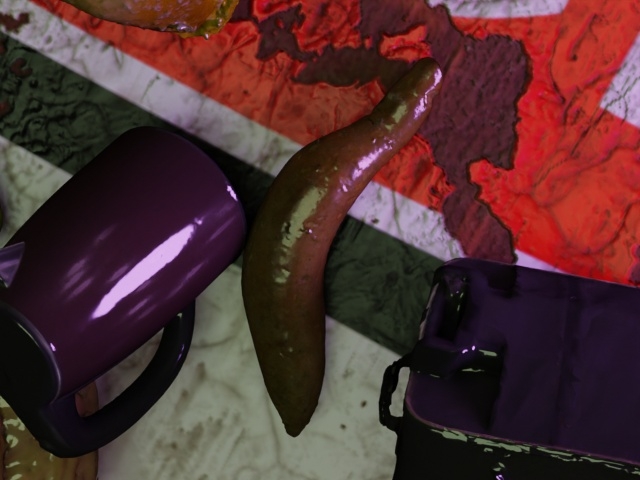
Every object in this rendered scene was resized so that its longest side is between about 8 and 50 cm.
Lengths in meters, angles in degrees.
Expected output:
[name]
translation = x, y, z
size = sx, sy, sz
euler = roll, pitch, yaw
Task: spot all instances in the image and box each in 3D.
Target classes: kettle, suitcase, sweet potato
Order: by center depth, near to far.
[suitcase]
translation = 0.259, 0.158, 1.216
size = 0.434, 0.283, 0.194
euler = 11, 120, 6
[kettle]
translation = -0.178, 0.047, 1.272
size = 0.144, 0.232, 0.202
euler = 9, 130, 37
[sweet potato]
translation = -0.005, -0.005, 1.329
size = 0.108, 0.079, 0.346
euler = 17, 102, -24

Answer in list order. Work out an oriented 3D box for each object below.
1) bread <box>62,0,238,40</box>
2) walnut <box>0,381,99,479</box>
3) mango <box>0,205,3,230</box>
[bread]
translation = -0.110, -0.282, 1.230
size = 0.176, 0.195, 0.246
euler = 23, 103, 8
[walnut]
translation = -0.281, 0.166, 1.343
size = 0.198, 0.198, 0.245
euler = -4, 99, 9
[mango]
translation = -0.338, -0.055, 1.366
size = 0.091, 0.074, 0.165
euler = -33, 94, 15
